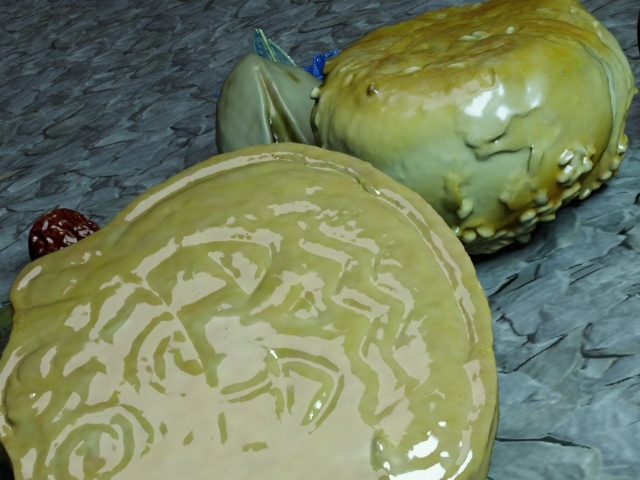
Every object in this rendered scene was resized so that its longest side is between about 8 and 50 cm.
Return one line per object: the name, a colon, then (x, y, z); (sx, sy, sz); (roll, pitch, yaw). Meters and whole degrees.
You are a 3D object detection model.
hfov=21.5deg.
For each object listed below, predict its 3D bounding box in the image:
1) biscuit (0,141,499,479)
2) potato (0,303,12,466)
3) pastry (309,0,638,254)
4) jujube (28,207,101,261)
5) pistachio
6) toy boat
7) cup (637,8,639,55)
biscuit: (-0.059, 0.082, 1.206); (0.365, 0.062, 0.385); (-26, 47, -8)
potato: (-0.251, 0.107, 1.453); (0.149, 0.113, 0.251); (-18, 23, 10)
pastry: (0.138, -0.097, 1.489); (0.285, 0.184, 0.315); (-7, 21, 15)
jujube: (-0.254, 0.013, 1.743); (0.077, 0.077, 0.129); (-31, 35, -24)
pistachio: (-0.035, -0.100, 1.723); (0.138, 0.153, 0.238); (-30, 48, 3)
toy boat: (-0.052, -0.207, 2.021); (0.175, 0.110, 0.091); (-15, 22, 19)
cup: (0.412, -0.163, 1.422); (0.196, 0.196, 0.280); (-29, 32, -20)
